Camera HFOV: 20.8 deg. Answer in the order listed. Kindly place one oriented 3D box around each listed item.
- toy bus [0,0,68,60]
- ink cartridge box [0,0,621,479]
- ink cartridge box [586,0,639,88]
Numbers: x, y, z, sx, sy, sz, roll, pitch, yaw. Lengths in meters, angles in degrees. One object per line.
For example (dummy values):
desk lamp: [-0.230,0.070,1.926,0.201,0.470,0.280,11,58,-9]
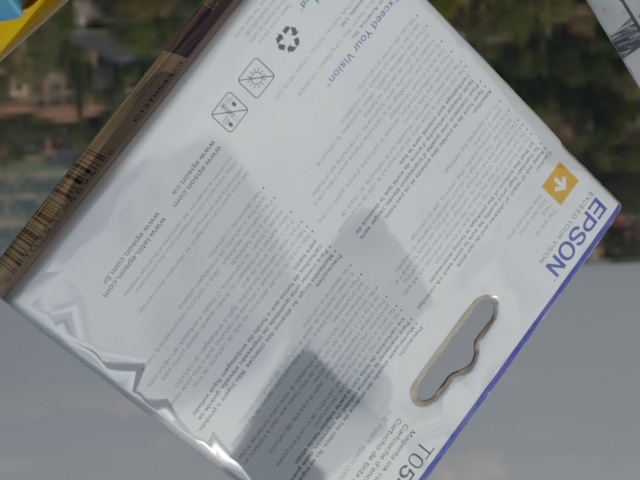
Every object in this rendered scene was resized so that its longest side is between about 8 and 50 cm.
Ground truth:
toy bus: [-0.256,-0.136,1.124,0.202,0.191,0.104,-15,132,20]
ink cartridge box: [0.000,0.000,1.161,0.330,0.324,0.071,42,170,-30]
ink cartridge box: [0.270,-0.208,1.167,0.121,0.289,0.211,-25,-167,43]
